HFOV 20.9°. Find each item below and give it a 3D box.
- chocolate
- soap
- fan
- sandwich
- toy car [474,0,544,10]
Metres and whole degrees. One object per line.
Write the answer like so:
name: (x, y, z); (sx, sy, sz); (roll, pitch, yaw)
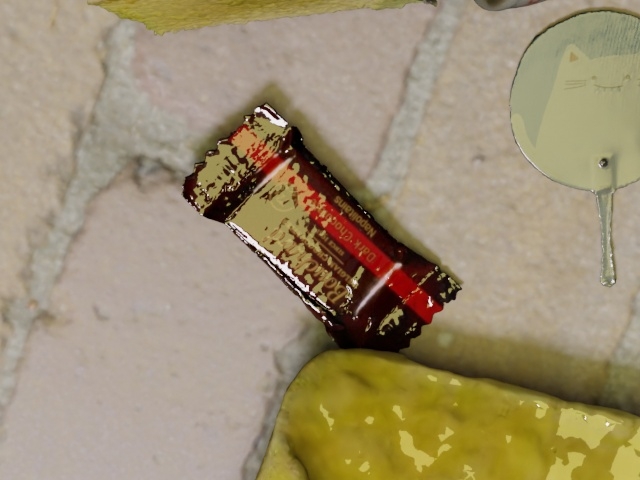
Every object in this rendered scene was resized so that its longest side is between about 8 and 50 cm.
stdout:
chocolate: (0.000, 0.000, 1.078); (0.182, 0.028, 0.086); (42, 94, -12)
soap: (0.065, 0.294, 1.104); (0.306, 0.115, 0.427); (9, 106, -9)
fan: (0.175, -0.055, 1.076); (0.113, 0.005, 0.175); (-4, 104, 0)
sandwich: (-0.048, -0.157, 1.002); (0.162, 0.193, 0.058); (-9, 85, 37)
toy car: (0.093, -0.214, 0.933); (0.235, 0.145, 0.235); (-1, 93, -19)
